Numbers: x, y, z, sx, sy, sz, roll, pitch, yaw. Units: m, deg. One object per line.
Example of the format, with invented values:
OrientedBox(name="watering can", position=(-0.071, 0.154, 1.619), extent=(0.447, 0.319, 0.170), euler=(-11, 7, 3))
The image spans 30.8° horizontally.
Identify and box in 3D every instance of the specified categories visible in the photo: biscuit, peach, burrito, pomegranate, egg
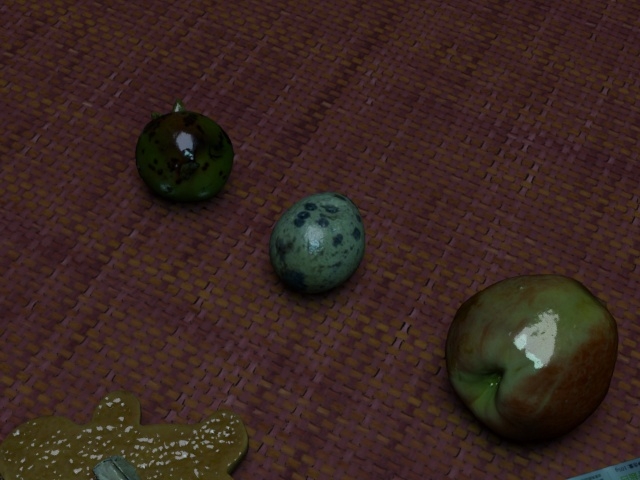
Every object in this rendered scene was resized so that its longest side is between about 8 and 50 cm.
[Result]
OrientedBox(name="biscuit", position=(-0.263, 0.307, 1.570), extent=(0.339, 0.047, 0.216), euler=(1, 52, -2))
OrientedBox(name="peach", position=(0.308, 0.150, 1.628), extent=(0.256, 0.232, 0.232), euler=(-29, 60, -34))
OrientedBox(name="burrito", position=(-0.227, 0.352, 1.483), extent=(0.058, 0.045, 0.188), euler=(-39, 64, 0))
OrientedBox(name="pomegranate", position=(-0.220, -0.156, 1.866), extent=(0.156, 0.156, 0.220), euler=(-5, 49, -8))
OrientedBox(name="egg", position=(0.000, 0.000, 1.766), extent=(0.141, 0.141, 0.182), euler=(23, 46, 13))

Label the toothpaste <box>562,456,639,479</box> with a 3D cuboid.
OrientedBox(name="toothpaste", position=(0.345, 0.365, 1.559), extent=(0.336, 0.067, 0.081), euler=(-13, 54, -14))
